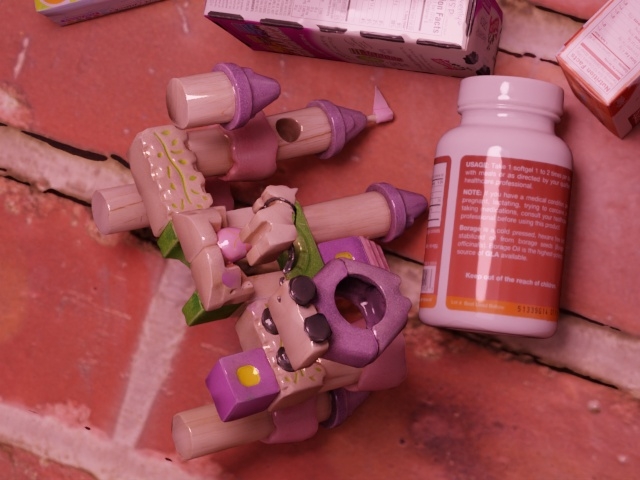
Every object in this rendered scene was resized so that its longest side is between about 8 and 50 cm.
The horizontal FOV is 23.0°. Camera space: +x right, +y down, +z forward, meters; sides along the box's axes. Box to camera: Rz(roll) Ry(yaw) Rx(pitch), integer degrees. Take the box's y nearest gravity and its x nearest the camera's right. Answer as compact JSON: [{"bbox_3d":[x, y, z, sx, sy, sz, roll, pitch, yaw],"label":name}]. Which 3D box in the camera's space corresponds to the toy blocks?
[{"bbox_3d":[0.000,0.000,1.331,0.260,0.309,0.289,-12,70,-29],"label":"toy blocks"}]

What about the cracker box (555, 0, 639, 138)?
[{"bbox_3d":[0.307,-0.198,1.320,0.232,0.155,0.067,-44,75,7],"label":"cracker box"}]

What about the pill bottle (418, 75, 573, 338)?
[{"bbox_3d":[0.154,-0.028,1.359,0.121,0.121,0.216,6,86,14],"label":"pill bottle"}]

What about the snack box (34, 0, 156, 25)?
[{"bbox_3d":[-0.197,-0.327,1.498,0.174,0.070,0.207,-12,81,12],"label":"snack box"}]

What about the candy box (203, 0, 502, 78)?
[{"bbox_3d":[0.033,-0.200,1.385,0.233,0.159,0.071,10,88,13],"label":"candy box"}]
